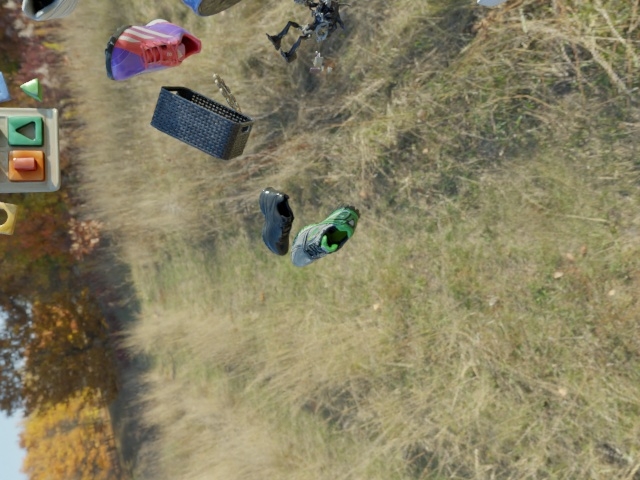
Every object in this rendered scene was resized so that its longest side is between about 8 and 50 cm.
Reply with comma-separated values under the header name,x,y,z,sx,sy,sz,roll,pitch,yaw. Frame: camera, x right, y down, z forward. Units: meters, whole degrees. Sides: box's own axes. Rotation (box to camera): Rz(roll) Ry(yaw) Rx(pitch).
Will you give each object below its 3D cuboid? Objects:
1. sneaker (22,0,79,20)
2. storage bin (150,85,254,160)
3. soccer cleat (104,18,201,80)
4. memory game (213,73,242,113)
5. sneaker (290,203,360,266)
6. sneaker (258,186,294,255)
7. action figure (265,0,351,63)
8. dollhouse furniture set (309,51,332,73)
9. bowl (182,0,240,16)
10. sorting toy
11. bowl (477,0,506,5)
name,x,y,z,sx,sy,sz,roll,pitch,yaw
sneaker,-0.476,-0.535,0.926,0.297,0.111,0.129,-56,26,33
storage bin,-0.245,-0.247,1.050,0.122,0.180,0.084,-57,-9,-70
soccer cleat,-0.386,-0.443,1.170,0.318,0.116,0.108,-71,-2,-56
memory game,-0.344,-0.542,1.879,0.186,0.012,0.186,59,-172,-13
sneaker,0.000,0.000,1.876,0.343,0.134,0.146,-41,18,35
sneaker,-0.161,-0.064,1.967,0.130,0.109,0.286,15,124,41
action figure,-0.029,-0.694,1.595,0.164,0.276,0.141,52,-174,2
dollhouse furniture set,0.010,-0.718,1.971,0.114,0.091,0.081,160,111,-81
bowl,-0.213,-0.757,1.379,0.077,0.391,0.391,55,158,-14
sorting toy,-0.638,-0.186,1.018,0.047,0.196,0.347,144,121,-75
bowl,0.389,-0.556,1.015,0.142,0.053,0.142,-64,3,-22
